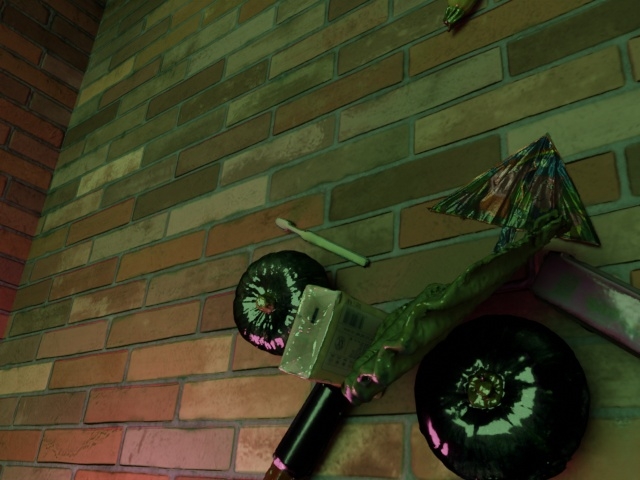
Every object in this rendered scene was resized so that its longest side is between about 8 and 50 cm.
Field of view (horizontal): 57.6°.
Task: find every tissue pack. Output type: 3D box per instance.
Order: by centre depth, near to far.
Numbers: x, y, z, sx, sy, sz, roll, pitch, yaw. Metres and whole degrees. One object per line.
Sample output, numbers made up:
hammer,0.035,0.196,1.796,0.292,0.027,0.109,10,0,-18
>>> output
tissue pack,0.041,0.171,0.970,0.092,0.196,0.148,10,77,46

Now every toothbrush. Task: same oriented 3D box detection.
toothbrush,-0.004,0.000,1.221,0.294,0.028,0.026,27,109,46

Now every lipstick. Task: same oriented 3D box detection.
lipstick,-0.074,0.435,1.021,0.077,0.077,0.419,30,91,46

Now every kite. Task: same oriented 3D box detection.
kite,0.330,-0.082,0.974,0.321,0.016,0.234,17,81,45

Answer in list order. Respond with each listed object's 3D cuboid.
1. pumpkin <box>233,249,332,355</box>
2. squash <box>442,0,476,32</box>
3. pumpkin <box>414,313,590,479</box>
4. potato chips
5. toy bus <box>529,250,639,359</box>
pumpkin,-0.075,0.122,1.132,0.211,0.152,0.212,-18,62,38
squash,0.298,-0.538,1.205,0.094,0.094,0.224,12,83,45
pumpkin,0.242,0.213,0.790,0.233,0.163,0.233,-17,58,31
potato chips,0.167,0.086,0.788,0.070,0.429,0.358,52,133,9
toy bus,0.403,0.101,0.749,0.274,0.112,0.090,35,101,46
